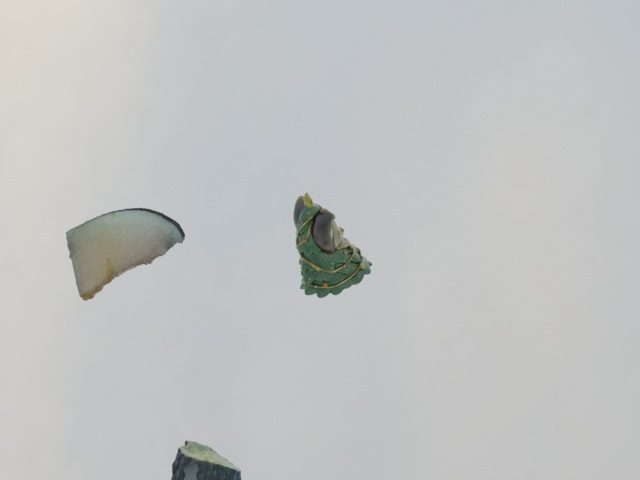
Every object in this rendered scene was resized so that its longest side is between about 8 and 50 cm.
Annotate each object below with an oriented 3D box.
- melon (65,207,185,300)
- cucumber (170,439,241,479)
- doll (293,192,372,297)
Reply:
[{"bbox_3d":[-0.260,0.001,2.195,0.182,0.054,0.098,-29,-124,22],"label":"melon"},{"bbox_3d":[-0.139,0.324,1.611,0.077,0.077,0.265,-11,-123,49],"label":"cucumber"},{"bbox_3d":[-0.007,0.009,1.690,0.076,0.113,0.078,-44,-147,-9],"label":"doll"}]
